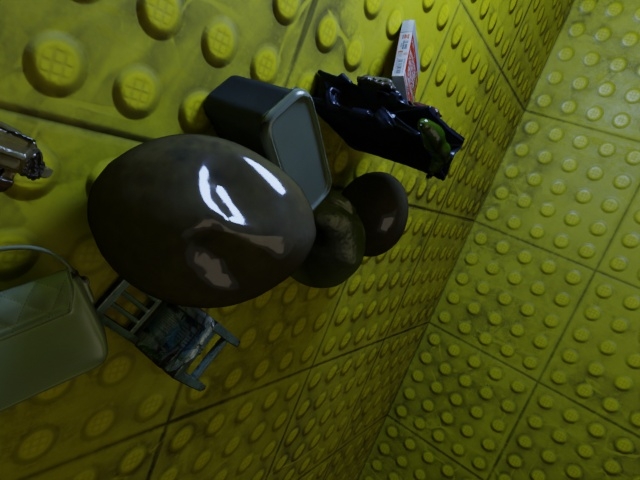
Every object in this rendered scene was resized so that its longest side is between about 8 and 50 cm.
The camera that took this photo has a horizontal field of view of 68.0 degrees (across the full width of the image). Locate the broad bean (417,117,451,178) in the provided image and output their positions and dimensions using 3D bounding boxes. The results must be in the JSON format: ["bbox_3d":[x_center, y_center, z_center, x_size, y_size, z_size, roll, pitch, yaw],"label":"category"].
[{"bbox_3d":[0.235,-0.189,0.963,0.061,0.046,0.195,-37,151,-2],"label":"broad bean"}]

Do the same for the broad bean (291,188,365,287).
[{"bbox_3d":[0.000,-0.001,1.223,0.238,0.119,0.291,-14,122,-6],"label":"broad bean"}]

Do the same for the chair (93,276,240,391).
[{"bbox_3d":[-0.291,0.178,0.937,0.136,0.147,0.270,-52,151,-18],"label":"chair"}]

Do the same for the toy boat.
[{"bbox_3d":[-0.429,-0.115,0.548,0.088,0.068,0.226,-59,152,5],"label":"toy boat"}]

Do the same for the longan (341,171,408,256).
[{"bbox_3d":[0.150,-0.078,1.362,0.246,0.215,0.246,-50,-179,1],"label":"longan"}]

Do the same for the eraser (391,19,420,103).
[{"bbox_3d":[0.231,-0.451,1.269,0.157,0.038,0.230,65,34,-53],"label":"eraser"}]

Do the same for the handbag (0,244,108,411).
[{"bbox_3d":[-0.440,0.116,0.642,0.256,0.079,0.219,-23,108,-22],"label":"handbag"}]

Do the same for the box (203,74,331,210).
[{"bbox_3d":[-0.095,-0.178,0.919,0.138,0.178,0.274,-48,148,-24],"label":"box"}]

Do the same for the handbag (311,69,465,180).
[{"bbox_3d":[0.159,-0.277,1.120,0.329,0.303,0.121,21,96,-60],"label":"handbag"}]

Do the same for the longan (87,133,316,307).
[{"bbox_3d":[-0.181,-0.028,0.760,0.350,0.288,0.288,7,113,-18],"label":"longan"}]
